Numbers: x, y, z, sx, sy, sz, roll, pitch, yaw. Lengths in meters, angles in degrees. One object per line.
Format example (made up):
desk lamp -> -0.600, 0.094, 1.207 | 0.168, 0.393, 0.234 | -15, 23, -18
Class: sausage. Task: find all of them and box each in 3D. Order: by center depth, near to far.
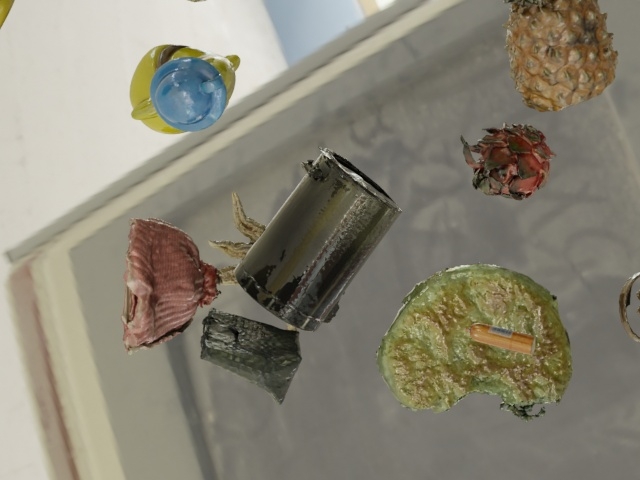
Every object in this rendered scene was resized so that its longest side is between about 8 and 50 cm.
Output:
sausage -> 0.267, 0.145, 1.721 | 0.031, 0.107, 0.031 | -46, -37, -51

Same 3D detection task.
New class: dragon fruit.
dragon fruit -> 0.290, -0.119, 1.754 | 0.130, 0.142, 0.121 | 2, 110, 70

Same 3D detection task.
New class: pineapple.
pineapple -> 0.321, -0.358, 1.653 | 0.169, 0.169, 0.340 | -87, -22, -60

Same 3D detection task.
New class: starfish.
starfish -> -0.143, 0.050, 2.516 | 0.293, 0.084, 0.301 | 21, -95, -35

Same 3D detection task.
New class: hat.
hat -> -0.278, 0.077, 2.108 | 0.286, 0.107, 0.237 | -2, -83, -63

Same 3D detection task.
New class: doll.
doll -> -0.201, -0.238, 1.764 | 0.145, 0.199, 0.363 | 59, 168, -15

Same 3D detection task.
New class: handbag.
handbag -> -0.122, 0.183, 1.949 | 0.175, 0.089, 0.270 | 25, -172, -7

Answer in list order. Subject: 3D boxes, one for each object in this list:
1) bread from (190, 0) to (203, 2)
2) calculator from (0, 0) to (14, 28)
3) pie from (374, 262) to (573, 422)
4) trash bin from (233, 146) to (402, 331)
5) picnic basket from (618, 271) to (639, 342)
bread -> -0.215, -0.505, 1.967 | 0.134, 0.141, 0.148 | 23, -137, -2
calculator -> -0.438, -0.285, 1.514 | 0.032, 0.235, 0.146 | 27, -143, -22
pie -> 0.286, 0.189, 2.124 | 0.078, 0.371, 0.297 | -123, 36, -81
trash bin -> 0.000, 0.000, 2.234 | 0.252, 0.301, 0.203 | 28, -167, -34
picnic basket -> 0.564, 0.108, 1.873 | 0.138, 0.178, 0.128 | 161, 110, -64
